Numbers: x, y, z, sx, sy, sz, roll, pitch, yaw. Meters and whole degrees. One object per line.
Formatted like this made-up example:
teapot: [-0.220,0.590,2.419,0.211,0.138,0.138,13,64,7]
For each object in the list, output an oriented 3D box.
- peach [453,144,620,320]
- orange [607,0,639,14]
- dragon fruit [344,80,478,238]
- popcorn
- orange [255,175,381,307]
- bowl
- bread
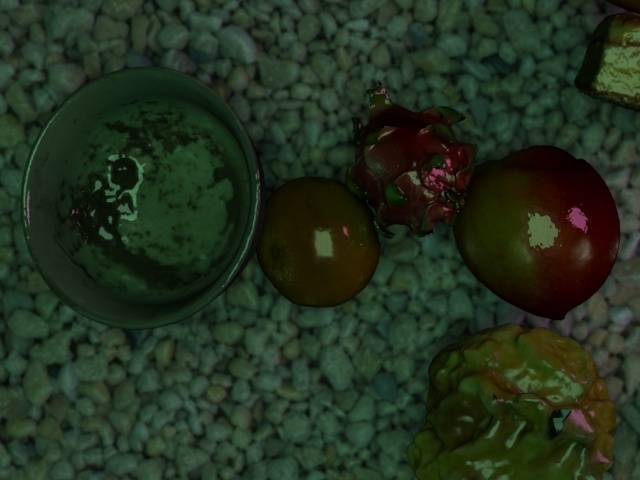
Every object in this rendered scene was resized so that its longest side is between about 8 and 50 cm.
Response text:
peach: [0.247,-0.008,1.749,0.197,0.197,0.197,0,94,2]
orange: [0.371,-0.355,1.703,0.240,0.171,0.240,3,53,-4]
dragon fruit: [0.087,-0.096,1.734,0.135,0.236,0.137,4,123,-22]
popcorn: [0.220,0.216,1.744,0.249,0.225,0.249,-1,100,-5]
orange: [0.000,0.000,1.778,0.134,0.154,0.155,-20,93,-31]
bowl: [-0.178,-0.043,1.766,0.289,0.146,0.289,-1,87,18]
bread: [0.385,-0.186,1.709,0.184,0.234,0.111,16,97,2]
